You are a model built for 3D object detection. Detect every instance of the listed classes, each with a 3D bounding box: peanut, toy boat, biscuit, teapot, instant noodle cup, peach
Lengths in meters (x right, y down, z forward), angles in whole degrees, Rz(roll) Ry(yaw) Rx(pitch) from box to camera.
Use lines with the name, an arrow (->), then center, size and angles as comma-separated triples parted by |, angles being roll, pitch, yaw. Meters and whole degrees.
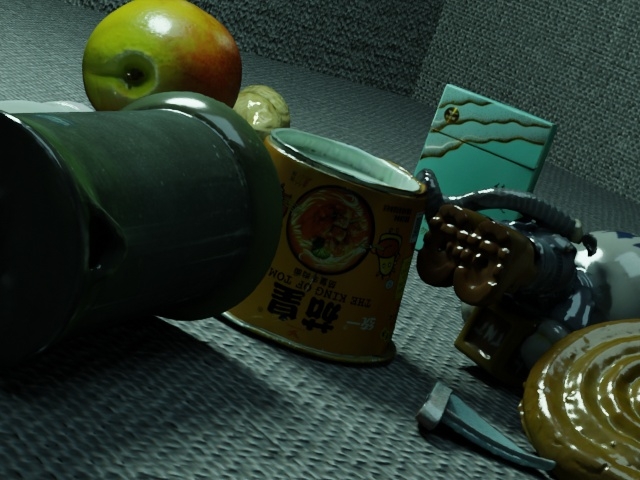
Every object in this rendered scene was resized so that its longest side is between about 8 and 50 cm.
peanut -> -0.105, -0.201, 2.381 | 0.103, 0.098, 0.229 | -11, 11, 9
toy boat -> 0.142, 0.166, 1.243 | 0.122, 0.034, 0.096 | 30, 13, 6
biscuit -> 0.305, 0.149, 1.272 | 0.261, 0.037, 0.262 | 1, 36, 0
teapot -> -0.212, -0.019, 1.124 | 0.270, 0.200, 0.337 | 10, 9, 21
instant noodle cup -> 0.000, 0.000, 1.401 | 0.215, 0.172, 0.216 | 19, 13, -4
peach -> -0.229, -0.245, 2.099 | 0.231, 0.231, 0.231 | 19, 11, -4

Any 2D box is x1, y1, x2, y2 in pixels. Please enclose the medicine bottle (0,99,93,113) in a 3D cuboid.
medicine bottle -> -0.294, -0.074, 1.426 | 0.161, 0.111, 0.296 | 21, 13, 2

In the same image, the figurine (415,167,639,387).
figurine -> 0.259, 0.069, 1.507 | 0.382, 0.186, 0.261 | 16, 20, -44

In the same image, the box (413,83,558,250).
box -> 0.207, -0.079, 1.978 | 0.162, 0.229, 0.041 | 24, 12, 20
